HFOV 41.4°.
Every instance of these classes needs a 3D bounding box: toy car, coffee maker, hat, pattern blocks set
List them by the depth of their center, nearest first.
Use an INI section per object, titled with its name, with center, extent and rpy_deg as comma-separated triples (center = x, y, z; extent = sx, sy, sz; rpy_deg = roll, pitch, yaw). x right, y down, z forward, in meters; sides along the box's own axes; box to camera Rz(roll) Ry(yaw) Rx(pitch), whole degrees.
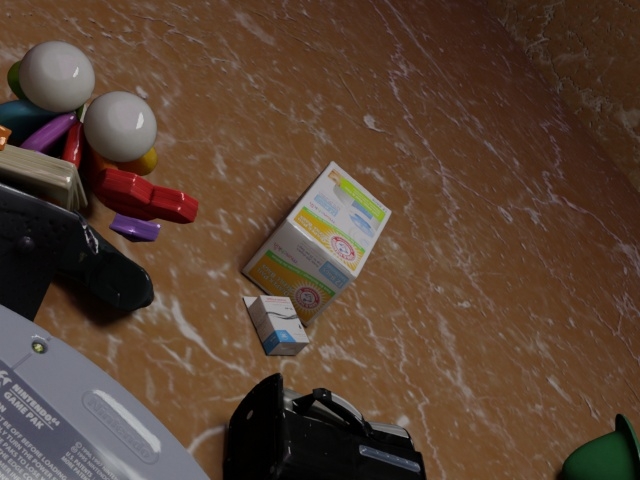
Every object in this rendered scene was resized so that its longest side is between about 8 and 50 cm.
[pattern blocks set]
center = -0.284, -0.063, 0.705
extent = 0.324, 0.285, 0.026
rpy_deg = 20, 75, -22
[coffee maker]
center = 0.003, 0.238, 0.816
extent = 0.178, 0.120, 0.171
rpy_deg = 26, 59, -25
[toy car]
center = -0.271, -0.108, 0.902
extent = 0.182, 0.159, 0.136
rpy_deg = 39, 67, -9
[hat]
center = 0.341, 0.332, 1.164
extent = 0.208, 0.183, 0.173
rpy_deg = 73, 11, -47

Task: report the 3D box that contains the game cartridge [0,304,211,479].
[game cartridge]
center = -0.187, 0.180, 0.593
extent = 0.294, 0.060, 0.196
rpy_deg = 44, 37, -1

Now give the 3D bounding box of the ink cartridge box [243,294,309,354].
[ink cartridge box]
center = -0.053, 0.092, 0.993
extent = 0.048, 0.028, 0.083
rpy_deg = 8, 44, -45

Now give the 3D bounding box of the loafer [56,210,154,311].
[loafer]
center = -0.240, 0.016, 0.855
extent = 0.170, 0.062, 0.061
rpy_deg = 40, -9, 8

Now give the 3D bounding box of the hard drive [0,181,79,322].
[hard drive]
center = -0.334, 0.008, 0.640
extent = 0.254, 0.172, 0.054
rpy_deg = 17, 16, -38

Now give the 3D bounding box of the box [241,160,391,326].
[box]
center = 0.000, 0.000, 1.097
extent = 0.114, 0.103, 0.203
rpy_deg = 41, 30, -3
